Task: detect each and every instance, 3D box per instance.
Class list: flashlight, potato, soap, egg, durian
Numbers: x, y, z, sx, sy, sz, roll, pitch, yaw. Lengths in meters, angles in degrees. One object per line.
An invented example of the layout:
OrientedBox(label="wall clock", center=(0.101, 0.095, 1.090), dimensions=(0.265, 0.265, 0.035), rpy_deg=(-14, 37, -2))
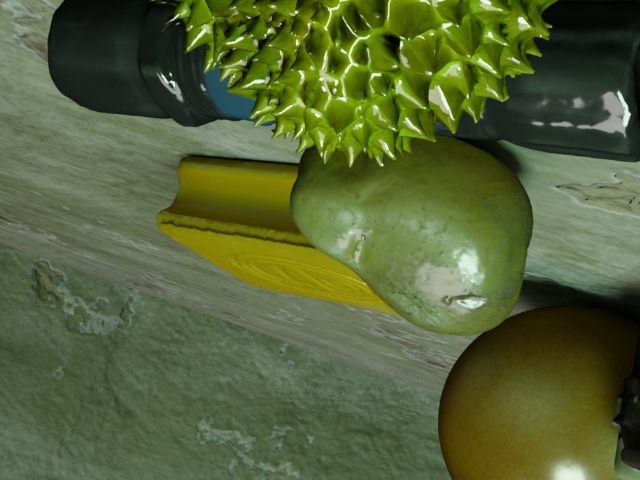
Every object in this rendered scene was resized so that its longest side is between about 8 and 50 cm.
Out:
OrientedBox(label="flashlight", center=(0.004, -0.113, 0.585), dimensions=(0.424, 0.103, 0.103), rpy_deg=(10, 164, 32))
OrientedBox(label="potato", center=(0.069, -0.014, 0.744), dimensions=(0.194, 0.157, 0.157), rpy_deg=(18, 167, 3))
OrientedBox(label="soap", center=(0.001, 0.000, 1.023), dimensions=(0.324, 0.096, 0.204), rpy_deg=(8, 162, 42))
OrientedBox(label="egg", center=(0.298, 0.217, 1.050), dimensions=(0.351, 0.283, 0.282), rpy_deg=(13, 170, -18))
OrientedBox(label="durian", center=(0.018, -0.128, 0.357), dimensions=(0.146, 0.159, 0.198), rpy_deg=(2, 127, 28))

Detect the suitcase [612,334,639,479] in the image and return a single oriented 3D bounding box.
OrientedBox(label="suitcase", center=(0.466, 0.163, 0.787), dimensions=(0.339, 0.194, 0.351), rpy_deg=(18, 168, -23))
